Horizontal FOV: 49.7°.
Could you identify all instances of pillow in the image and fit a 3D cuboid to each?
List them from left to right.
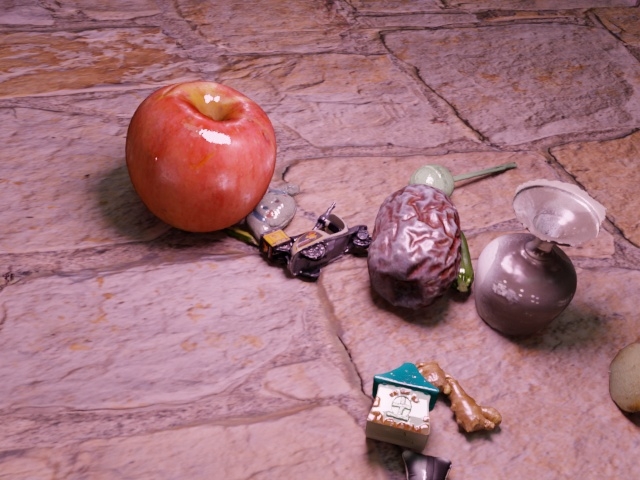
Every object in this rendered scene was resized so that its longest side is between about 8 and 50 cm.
[{"bbox_3d":[0.190,0.450,1.264,0.091,0.055,0.135,-12,35,21],"label":"pillow"}]

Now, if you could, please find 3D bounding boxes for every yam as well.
[{"bbox_3d":[0.779,0.308,1.478,0.268,0.161,0.161,11,43,-5],"label":"yam"}]

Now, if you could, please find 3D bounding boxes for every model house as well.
[{"bbox_3d":[0.159,0.312,1.338,0.127,0.100,0.149,11,55,9],"label":"model house"}]

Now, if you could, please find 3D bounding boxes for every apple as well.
[{"bbox_3d":[-0.285,-0.190,1.638,0.364,0.364,0.364,7,43,-6],"label":"apple"}]

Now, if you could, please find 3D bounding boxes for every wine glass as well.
[{"bbox_3d":[0.477,0.052,1.555,0.238,0.323,0.238,7,45,-7],"label":"wine glass"}]

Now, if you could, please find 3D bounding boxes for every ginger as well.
[{"bbox_3d":[0.262,0.318,1.420,0.193,0.052,0.176,-3,50,-14],"label":"ginger"}]

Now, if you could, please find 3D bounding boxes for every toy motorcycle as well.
[{"bbox_3d":[0.000,0.000,1.672,0.263,0.091,0.157,-23,50,-33],"label":"toy motorcycle"}]

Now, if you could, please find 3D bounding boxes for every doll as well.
[{"bbox_3d":[-0.118,-0.075,1.738,0.103,0.071,0.214,18,47,17],"label":"doll"}]

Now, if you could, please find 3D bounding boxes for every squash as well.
[{"bbox_3d":[0.337,0.048,1.706,0.068,0.077,0.219,-8,39,8],"label":"squash"}]

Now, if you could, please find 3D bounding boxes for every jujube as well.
[{"bbox_3d":[0.224,0.006,1.622,0.226,0.226,0.317,15,46,3],"label":"jujube"}]

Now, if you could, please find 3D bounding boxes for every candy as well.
[{"bbox_3d":[0.418,-0.185,1.973,0.440,0.119,0.119,-17,50,-37],"label":"candy"}]

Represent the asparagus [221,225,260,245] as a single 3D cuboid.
[{"bbox_3d":[-0.193,-0.013,1.689,0.108,0.021,0.025,24,43,12],"label":"asparagus"}]
